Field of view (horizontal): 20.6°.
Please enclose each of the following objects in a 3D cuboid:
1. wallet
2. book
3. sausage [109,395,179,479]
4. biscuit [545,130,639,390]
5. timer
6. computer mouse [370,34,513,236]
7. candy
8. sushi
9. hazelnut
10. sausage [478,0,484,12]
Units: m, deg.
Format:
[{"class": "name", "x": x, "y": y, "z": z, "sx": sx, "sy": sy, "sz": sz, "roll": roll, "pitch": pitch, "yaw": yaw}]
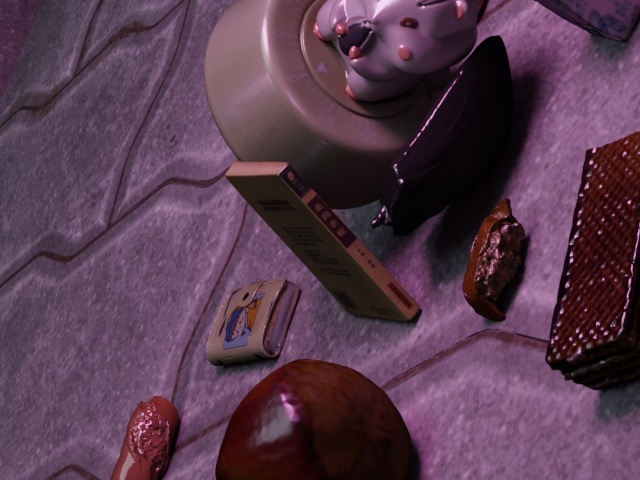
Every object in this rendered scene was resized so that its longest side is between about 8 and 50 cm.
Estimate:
[{"class": "wallet", "x": -0.090, "y": 0.104, "z": 2.272, "sx": 0.155, "sy": 0.039, "sz": 0.110, "roll": -15, "pitch": 53, "yaw": 57}, {"class": "book", "x": 0.000, "y": 0.000, "z": 1.982, "sx": 0.026, "sy": 0.231, "sz": 0.161, "roll": -48, "pitch": 20, "yaw": -16}, {"class": "sausage", "x": -0.265, "y": 0.346, "z": 2.319, "sx": 0.078, "sy": 0.078, "sz": 0.304, "roll": -5, "pitch": 58, "yaw": 62}, {"class": "biscuit", "x": 0.282, "y": 0.009, "z": 1.608, "sx": 0.106, "sy": 0.070, "sz": 0.252, "roll": -24, "pitch": 43, "yaw": 52}, {"class": "timer", "x": 0.060, "y": -0.221, "z": 1.987, "sx": 0.315, "sy": 0.291, "sz": 0.291, "roll": -36, "pitch": 34, "yaw": 53}, {"class": "computer mouse", "x": 0.149, "y": -0.104, "z": 1.934, "sx": 0.264, "sy": 0.088, "sz": 0.147, "roll": -52, "pitch": -14, "yaw": -11}, {"class": "candy", "x": 0.261, "y": -0.271, "z": 1.844, "sx": 0.092, "sy": 0.160, "sz": 0.073, "roll": 29, "pitch": 94, "yaw": 59}, {"class": "sushi", "x": 0.180, "y": 0.019, "z": 1.818, "sx": 0.055, "sy": 0.052, "sz": 0.120, "roll": -14, "pitch": 52, "yaw": 58}, {"class": "hazelnut", "x": -0.014, "y": 0.226, "z": 1.819, "sx": 0.208, "sy": 0.208, "sz": 0.208, "roll": -44, "pitch": 29, "yaw": 33}, {"class": "sausage", "x": 0.218, "y": -0.378, "z": 2.192, "sx": 0.034, "sy": 0.034, "sz": 0.253, "roll": -10, "pitch": 56, "yaw": 60}]
